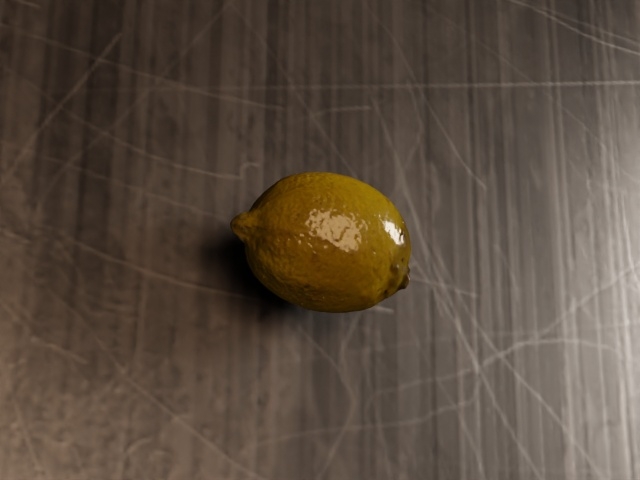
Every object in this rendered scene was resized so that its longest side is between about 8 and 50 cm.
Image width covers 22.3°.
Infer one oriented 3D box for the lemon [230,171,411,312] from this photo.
[{"bbox_3d":[0.000,0.000,0.950,0.110,0.082,0.082,18,60,-15],"label":"lemon"}]
